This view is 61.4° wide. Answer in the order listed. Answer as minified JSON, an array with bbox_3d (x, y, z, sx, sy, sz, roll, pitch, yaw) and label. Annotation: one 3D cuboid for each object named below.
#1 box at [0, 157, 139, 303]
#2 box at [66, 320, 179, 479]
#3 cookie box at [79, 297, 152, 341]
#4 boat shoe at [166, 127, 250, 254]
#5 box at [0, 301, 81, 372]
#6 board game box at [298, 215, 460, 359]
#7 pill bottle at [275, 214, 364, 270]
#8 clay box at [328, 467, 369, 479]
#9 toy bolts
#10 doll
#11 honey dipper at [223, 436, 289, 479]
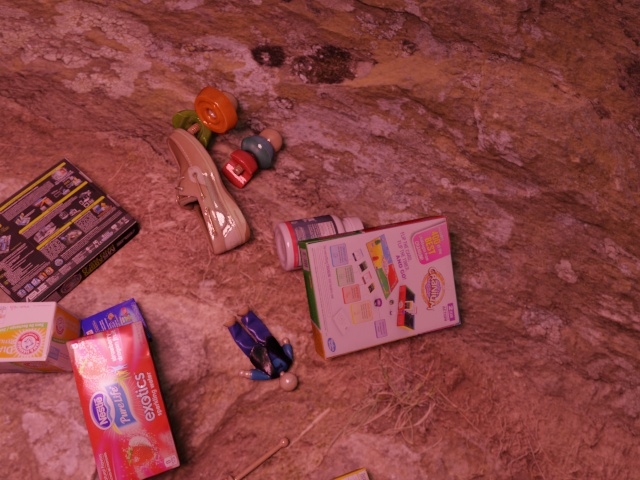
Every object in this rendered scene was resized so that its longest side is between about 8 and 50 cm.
[{"bbox_3d":[-0.543,-0.010,1.087,0.216,0.060,0.270,39,64,7],"label":"box"},{"bbox_3d":[-0.340,0.282,0.940,0.128,0.122,0.257,-15,82,-18],"label":"box"},{"bbox_3d":[-0.395,0.175,1.045,0.107,0.040,0.092,-23,74,-20],"label":"cookie box"},{"bbox_3d":[-0.266,-0.109,1.169,0.098,0.109,0.302,-28,80,-23],"label":"boat shoe"},{"bbox_3d":[-0.550,0.174,0.952,0.203,0.114,0.103,-1,67,-2],"label":"box"},{"bbox_3d":[0.128,0.091,1.131,0.316,0.064,0.242,-10,97,-17],"label":"board game box"},{"bbox_3d":[0.000,0.000,1.176,0.180,0.108,0.108,-10,69,-17],"label":"pill bottle"},{"bbox_3d":[-0.002,0.514,0.974,0.222,0.053,0.127,-14,70,-17],"label":"clay box"},{"bbox_3d":[-0.182,-0.261,1.216,0.228,0.218,0.158,47,57,-10],"label":"toy bolts"},{"bbox_3d":[-0.116,0.226,1.082,0.189,0.046,0.129,49,56,4],"label":"doll"},{"bbox_3d":[-0.125,0.419,1.002,0.160,0.030,0.030,-31,76,-24],"label":"honey dipper"}]
